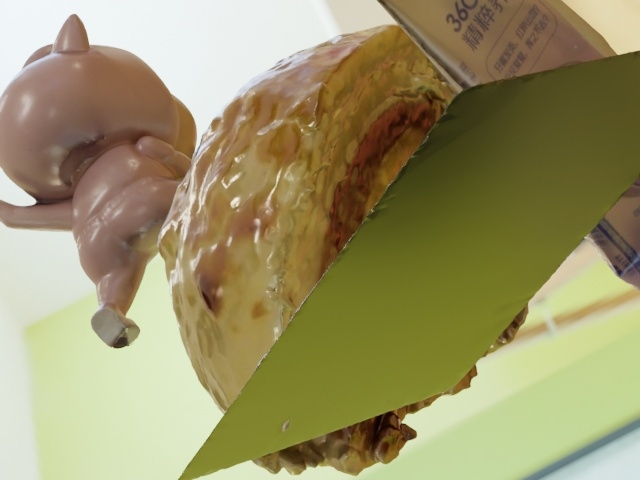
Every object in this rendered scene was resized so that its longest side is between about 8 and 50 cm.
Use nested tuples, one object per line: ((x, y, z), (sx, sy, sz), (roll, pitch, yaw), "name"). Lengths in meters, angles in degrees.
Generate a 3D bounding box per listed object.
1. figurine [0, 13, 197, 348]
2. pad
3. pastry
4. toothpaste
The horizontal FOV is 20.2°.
((-0.171, -0.047, 1.553), (0.186, 0.176, 0.287), (7, -143, -50), "figurine")
((0.051, 0.009, 0.699), (0.009, 0.160, 0.265), (58, 140, 21), "pad")
((-0.006, -0.003, 1.081), (0.170, 0.256, 0.236), (2, 118, 38), "pastry")
((0.125, -0.047, 0.838), (0.301, 0.075, 0.048), (44, 165, -27), "toothpaste")
